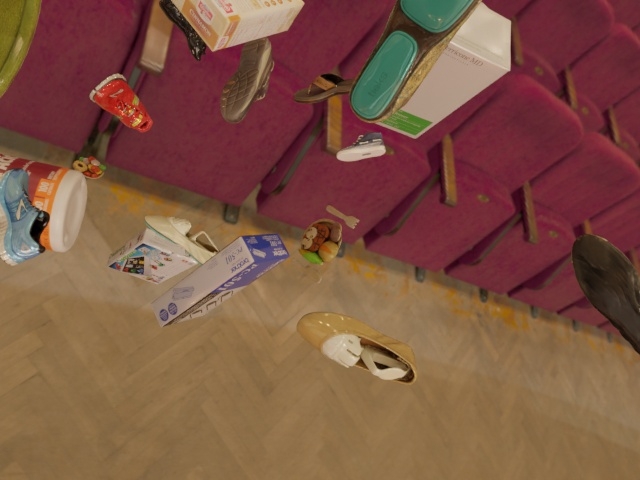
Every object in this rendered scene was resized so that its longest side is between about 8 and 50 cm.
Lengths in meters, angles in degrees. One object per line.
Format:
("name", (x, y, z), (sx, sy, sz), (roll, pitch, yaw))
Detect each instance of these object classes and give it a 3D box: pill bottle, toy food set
("pill bottle", (-0.833, -0.113, 1.247), (0.392, 0.224, 0.224), (12, 64, -14))
("toy food set", (0.000, 0.000, 1.256), (0.192, 0.132, 0.038), (-58, 142, 0))
("toy food set", (-0.696, -0.221, 1.479), (0.083, 0.020, 0.082), (34, 39, -8))

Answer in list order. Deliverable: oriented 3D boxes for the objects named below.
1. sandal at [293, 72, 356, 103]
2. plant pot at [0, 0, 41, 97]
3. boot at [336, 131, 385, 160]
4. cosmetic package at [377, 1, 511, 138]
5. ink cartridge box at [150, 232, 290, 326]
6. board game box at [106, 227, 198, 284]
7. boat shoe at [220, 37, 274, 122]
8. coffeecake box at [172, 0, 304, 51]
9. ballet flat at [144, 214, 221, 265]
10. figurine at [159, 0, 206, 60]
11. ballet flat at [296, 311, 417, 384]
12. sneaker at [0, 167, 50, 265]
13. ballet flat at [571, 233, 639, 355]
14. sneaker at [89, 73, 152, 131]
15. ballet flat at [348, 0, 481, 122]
("sandal", (0.025, -0.414, 1.299), (0.090, 0.219, 0.060), (-54, 132, -43))
("plant pot", (-0.362, -0.181, 0.178), (0.367, 0.353, 0.366), (-3, 107, -10))
("boot", (0.153, -0.366, 1.900), (0.190, 0.069, 0.086), (-7, 69, 0))
("cosmetic package", (0.274, -0.425, 1.233), (0.197, 0.365, 0.155), (15, 71, -20))
("ink cartridge box", (-0.155, 0.061, 0.753), (0.046, 0.207, 0.097), (61, 26, 12))
("board game box", (-0.557, 0.061, 1.624), (0.193, 0.305, 0.053), (28, 56, -34))
("boat shoe", (-0.243, -0.562, 1.764), (0.130, 0.132, 0.355), (48, 58, -58))
("coffeecake box", (-0.141, -0.402, 0.795), (0.142, 0.068, 0.185), (52, 48, 0))
("ballet flat", (-0.371, -0.011, 1.375), (0.248, 0.086, 0.086), (42, 51, -26))
("figurine", (-0.423, -0.740, 1.668), (0.209, 0.092, 0.215), (65, 29, -29))
("ballet flat", (0.069, 0.179, 0.798), (0.232, 0.080, 0.073), (22, 28, -24))
("sneaker", (-0.466, -0.041, 0.779), (0.073, 0.063, 0.162), (-12, 73, -7))
("ballet flat", (0.332, 0.068, 0.530), (0.049, 0.057, 0.173), (6, 51, -53))
("sneaker", (-0.552, -0.383, 1.404), (0.107, 0.279, 0.118), (-43, 88, 1))
("ballet flat", (0.170, -0.349, 0.813), (0.123, 0.348, 0.123), (25, 34, -18))
